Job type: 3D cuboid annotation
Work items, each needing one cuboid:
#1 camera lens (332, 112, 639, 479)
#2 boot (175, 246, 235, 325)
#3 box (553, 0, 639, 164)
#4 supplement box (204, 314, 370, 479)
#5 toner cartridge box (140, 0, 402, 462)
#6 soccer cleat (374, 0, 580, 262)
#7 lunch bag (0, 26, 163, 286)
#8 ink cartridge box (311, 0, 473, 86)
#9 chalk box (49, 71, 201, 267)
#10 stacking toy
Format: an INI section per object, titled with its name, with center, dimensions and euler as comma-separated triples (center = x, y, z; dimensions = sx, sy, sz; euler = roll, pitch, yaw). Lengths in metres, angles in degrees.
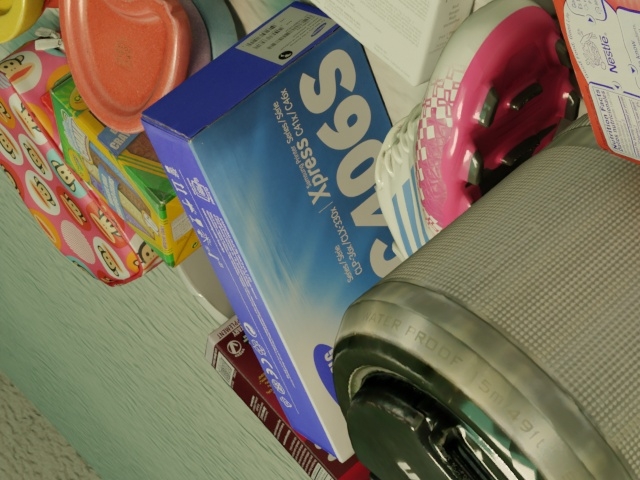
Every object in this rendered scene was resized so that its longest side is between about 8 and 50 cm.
[camera lens]
center = 0.160, 0.058, 0.818
dimensions = 0.219, 0.274, 0.219
euler = 43, 158, 22
[boot]
center = -0.082, 0.085, 1.645
dimensions = 0.258, 0.095, 0.123
euler = 50, 153, 2
[box]
center = 0.172, -0.155, 0.653
dimensions = 0.128, 0.122, 0.257
euler = 25, 147, 50
[supplement box]
center = 0.010, 0.154, 1.520
dimensions = 0.239, 0.130, 0.073
euler = 47, 159, 12
[toner cartridge box]
center = 0.000, 0.000, 1.230
dimensions = 0.075, 0.165, 0.348
euler = 28, 150, 48
[soccer cleat]
center = 0.085, -0.052, 1.024
dimensions = 0.143, 0.116, 0.331
euler = 40, 157, 28
[lunch bag]
center = -0.267, -0.089, 1.719
dimensions = 0.293, 0.120, 0.258
euler = 55, 159, -8
[ink cartridge box]
center = 0.043, -0.211, 0.987
dimensions = 0.145, 0.045, 0.179
euler = 43, 140, 25
[chalk box]
center = -0.165, -0.108, 1.450
dimensions = 0.213, 0.132, 0.132
euler = 43, 159, 18
[stacking toy]
center = -0.175, -0.264, 1.320
dimensions = 0.309, 0.130, 0.280
euler = 38, 130, 27
